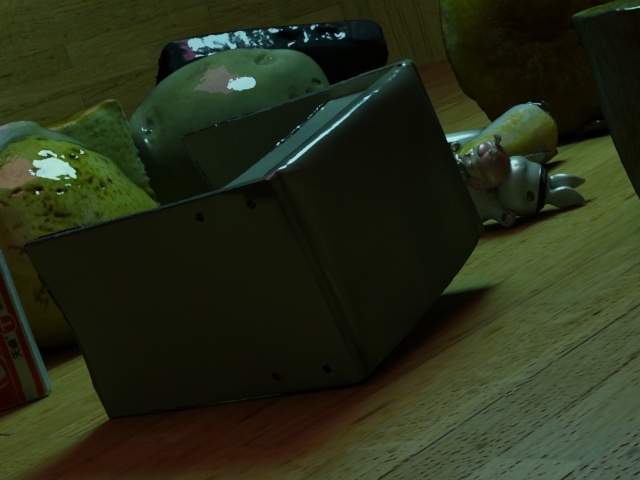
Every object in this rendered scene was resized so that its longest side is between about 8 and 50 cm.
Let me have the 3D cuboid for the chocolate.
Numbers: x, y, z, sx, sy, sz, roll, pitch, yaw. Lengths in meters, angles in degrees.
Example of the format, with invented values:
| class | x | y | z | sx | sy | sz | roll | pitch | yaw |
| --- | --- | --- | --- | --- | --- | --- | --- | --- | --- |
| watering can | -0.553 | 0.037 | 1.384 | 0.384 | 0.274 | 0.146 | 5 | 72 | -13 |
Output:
| class | x | y | z | sx | sy | sz | roll | pitch | yaw |
| --- | --- | --- | --- | --- | --- | --- | --- | --- | --- |
| chocolate | 0.197 | -0.089 | 1.583 | 0.085 | 0.086 | 0.219 | -11 | 16 | 39 |

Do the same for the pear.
| class | x | y | z | sx | sy | sz | roll | pitch | yaw |
| --- | --- | --- | --- | --- | --- | --- | --- | --- | --- |
| pear | -0.305 | 0.006 | 1.546 | 0.271 | 0.271 | 0.271 | -18 | 9 | 3 |

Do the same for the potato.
| class | x | y | z | sx | sy | sz | roll | pitch | yaw |
| --- | --- | --- | --- | --- | --- | --- | --- | --- | --- |
| potato | -0.133 | -0.132 | 1.915 | 0.326 | 0.243 | 0.221 | -20 | 51 | 11 |

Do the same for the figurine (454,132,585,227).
| class | x | y | z | sx | sy | sz | roll | pitch | yaw |
| --- | --- | --- | --- | --- | --- | --- | --- | --- | --- |
| figurine | 0.178 | -0.053 | 1.365 | 0.146 | 0.081 | 0.098 | -13 | -26 | 29 |

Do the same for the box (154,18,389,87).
| class | x | y | z | sx | sy | sz | roll | pitch | yaw |
| --- | --- | --- | --- | --- | --- | --- | --- | --- | --- |
| box | -0.089 | -0.207 | 2.134 | 0.350 | 0.091 | 0.359 | -9 | -26 | -18 |

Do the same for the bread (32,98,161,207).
| class | x | y | z | sx | sy | sz | roll | pitch | yaw |
| --- | --- | --- | --- | --- | --- | --- | --- | --- | --- |
| bread | -0.404 | 0.009 | 1.706 | 0.361 | 0.233 | 0.245 | -31 | 16 | -36 |

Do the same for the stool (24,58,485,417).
| class | x | y | z | sx | sy | sz | roll | pitch | yaw |
| --- | --- | --- | --- | --- | --- | --- | --- | --- | --- |
| stool | -0.045 | -0.001 | 1.124 | 0.269 | 0.170 | 0.243 | -13 | 19 | 35 |

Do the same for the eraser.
| class | x | y | z | sx | sy | sz | roll | pitch | yaw |
| --- | --- | --- | --- | --- | --- | --- | --- | --- | --- |
| eraser | -0.386 | 0.105 | 1.290 | 0.230 | 0.157 | 0.038 | -18 | 12 | -1 |

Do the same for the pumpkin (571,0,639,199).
| class | x | y | z | sx | sy | sz | roll | pitch | yaw |
| --- | --- | --- | --- | --- | --- | --- | --- | --- | --- |
| pumpkin | 0.381 | -0.128 | 1.132 | 0.332 | 0.199 | 0.332 | -11 | 14 | 3 |

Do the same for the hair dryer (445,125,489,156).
| class | x | y | z | sx | sy | sz | roll | pitch | yaw |
| --- | --- | --- | --- | --- | --- | --- | --- | --- | --- |
| hair dryer | 0.169 | -0.134 | 1.909 | 0.236 | 0.073 | 0.131 | -14 | 9 | 12 |

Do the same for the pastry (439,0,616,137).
| class | x | y | z | sx | sy | sz | roll | pitch | yaw |
| --- | --- | --- | --- | --- | --- | --- | --- | --- | --- |
| pastry | 0.309 | -0.286 | 1.760 | 0.356 | 0.356 | 0.164 | -11 | 21 | 37 |
